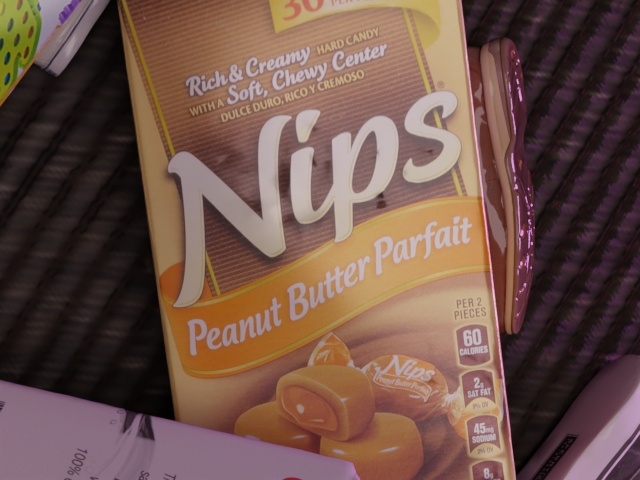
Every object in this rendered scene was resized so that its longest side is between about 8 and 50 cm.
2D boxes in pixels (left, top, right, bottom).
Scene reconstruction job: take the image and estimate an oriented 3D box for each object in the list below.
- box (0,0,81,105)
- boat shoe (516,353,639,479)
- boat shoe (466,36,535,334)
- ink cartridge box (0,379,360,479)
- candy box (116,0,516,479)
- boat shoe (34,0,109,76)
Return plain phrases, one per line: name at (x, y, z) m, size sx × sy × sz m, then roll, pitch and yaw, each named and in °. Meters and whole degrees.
box at (-0.256, -0.086, 0.755) m, size 0.177 × 0.290 × 0.279 m, roll 39°, pitch 84°, yaw -17°
boat shoe at (0.151, 0.173, 1.013) m, size 0.070 × 0.078 × 0.219 m, roll 44°, pitch 80°, yaw -15°
boat shoe at (0.094, -0.031, 0.992) m, size 0.060 × 0.064 × 0.178 m, roll -3°, pitch 101°, yaw 17°
ink cartridge box at (-0.142, 0.186, 0.801) m, size 0.289 × 0.211 × 0.121 m, roll 13°, pitch 129°, yaw 3°
candy box at (0.000, 0.000, 0.924) m, size 0.183 × 0.087 × 0.316 m, roll -7°, pitch 98°, yaw 1°
boat shoe at (-0.135, -0.142, 0.921) m, size 0.035 × 0.035 × 0.100 m, roll 32°, pitch 92°, yaw -20°
